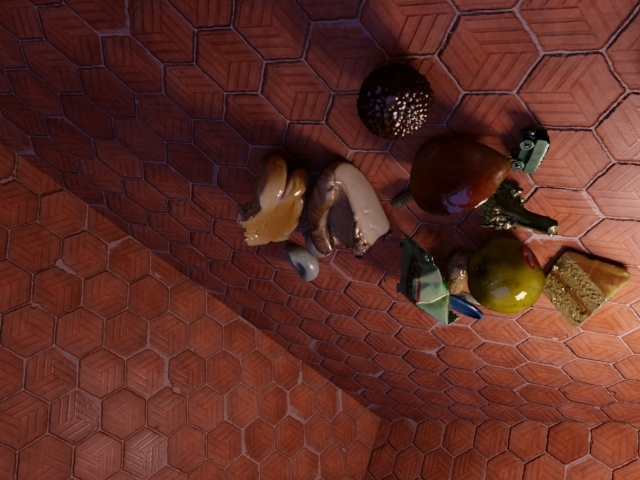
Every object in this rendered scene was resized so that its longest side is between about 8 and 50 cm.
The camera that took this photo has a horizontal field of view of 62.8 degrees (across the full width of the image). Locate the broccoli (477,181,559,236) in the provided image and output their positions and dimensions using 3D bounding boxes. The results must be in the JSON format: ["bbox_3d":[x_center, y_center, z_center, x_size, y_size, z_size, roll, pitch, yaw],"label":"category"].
[{"bbox_3d":[0.646,-0.097,1.762,0.199,0.177,0.275,14,-167,-23],"label":"broccoli"}]

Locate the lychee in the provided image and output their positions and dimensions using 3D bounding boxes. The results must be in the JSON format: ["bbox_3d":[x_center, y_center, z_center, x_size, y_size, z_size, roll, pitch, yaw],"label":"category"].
[{"bbox_3d":[0.222,-0.418,1.567,0.236,0.236,0.271,16,-176,11],"label":"lychee"}]

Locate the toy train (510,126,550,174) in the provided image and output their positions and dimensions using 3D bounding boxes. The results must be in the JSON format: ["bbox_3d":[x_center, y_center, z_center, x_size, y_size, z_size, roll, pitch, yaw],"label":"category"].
[{"bbox_3d":[0.661,-0.281,1.653,0.099,0.070,0.172,11,144,6],"label":"toy train"}]

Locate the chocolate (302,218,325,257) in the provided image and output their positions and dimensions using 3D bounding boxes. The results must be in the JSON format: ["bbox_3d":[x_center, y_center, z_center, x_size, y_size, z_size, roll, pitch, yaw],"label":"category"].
[{"bbox_3d":[-0.008,0.001,2.376,0.221,0.147,0.221,19,150,11],"label":"chocolate"}]

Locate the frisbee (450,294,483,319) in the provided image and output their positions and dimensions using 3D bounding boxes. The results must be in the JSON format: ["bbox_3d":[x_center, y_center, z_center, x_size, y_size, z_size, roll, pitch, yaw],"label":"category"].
[{"bbox_3d":[0.635,0.287,2.398,0.242,0.045,0.242,27,170,5],"label":"frisbee"}]

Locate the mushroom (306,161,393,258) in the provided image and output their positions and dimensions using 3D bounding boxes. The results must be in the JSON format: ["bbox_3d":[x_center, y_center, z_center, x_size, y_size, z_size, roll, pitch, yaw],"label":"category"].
[{"bbox_3d":[0.061,-0.140,2.109,0.314,0.224,0.397,3,132,43],"label":"mushroom"}]

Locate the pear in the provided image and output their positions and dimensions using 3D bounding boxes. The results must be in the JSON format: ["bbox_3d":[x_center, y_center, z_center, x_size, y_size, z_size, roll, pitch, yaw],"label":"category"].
[{"bbox_3d":[0.727,0.144,2.027,0.375,0.287,0.287,20,154,-36],"label":"pear"}]

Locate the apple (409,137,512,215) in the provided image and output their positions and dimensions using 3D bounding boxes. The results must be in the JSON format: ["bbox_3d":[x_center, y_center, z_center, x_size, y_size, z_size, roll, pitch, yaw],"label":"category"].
[{"bbox_3d":[0.439,-0.216,1.746,0.346,0.179,0.254,3,105,46],"label":"apple"}]

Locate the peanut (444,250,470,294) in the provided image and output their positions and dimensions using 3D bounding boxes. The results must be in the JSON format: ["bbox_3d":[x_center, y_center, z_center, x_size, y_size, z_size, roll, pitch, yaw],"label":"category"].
[{"bbox_3d":[0.584,0.143,2.246,0.101,0.117,0.263,36,157,24],"label":"peanut"}]

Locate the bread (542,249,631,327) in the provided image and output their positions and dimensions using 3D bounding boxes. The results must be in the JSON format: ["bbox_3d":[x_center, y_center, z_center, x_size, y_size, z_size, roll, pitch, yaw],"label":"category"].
[{"bbox_3d":[1.016,0.155,2.038,0.236,0.198,0.263,48,153,25],"label":"bread"}]

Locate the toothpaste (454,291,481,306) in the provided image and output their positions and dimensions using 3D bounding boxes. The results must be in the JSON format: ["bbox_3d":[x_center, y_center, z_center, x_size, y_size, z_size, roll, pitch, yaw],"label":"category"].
[{"bbox_3d":[0.633,0.247,2.429,0.239,0.039,0.062,20,157,9],"label":"toothpaste"}]

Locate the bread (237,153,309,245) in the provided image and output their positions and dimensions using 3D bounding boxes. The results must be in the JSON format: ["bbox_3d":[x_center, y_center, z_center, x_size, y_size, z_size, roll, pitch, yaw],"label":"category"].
[{"bbox_3d":[-0.190,-0.141,2.121,0.245,0.329,0.424,24,141,-1],"label":"bread"}]

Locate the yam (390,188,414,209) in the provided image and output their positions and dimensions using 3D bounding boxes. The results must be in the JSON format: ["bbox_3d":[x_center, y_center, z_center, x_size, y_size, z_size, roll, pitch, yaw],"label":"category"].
[{"bbox_3d":[0.330,-0.165,2.026,0.054,0.054,0.132,37,143,-20],"label":"yam"}]

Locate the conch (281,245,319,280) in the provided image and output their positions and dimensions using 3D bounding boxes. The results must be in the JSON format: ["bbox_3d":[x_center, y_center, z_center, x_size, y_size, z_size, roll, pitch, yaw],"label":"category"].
[{"bbox_3d":[-0.098,0.103,2.593,0.185,0.121,0.221,-6,130,41],"label":"conch"}]

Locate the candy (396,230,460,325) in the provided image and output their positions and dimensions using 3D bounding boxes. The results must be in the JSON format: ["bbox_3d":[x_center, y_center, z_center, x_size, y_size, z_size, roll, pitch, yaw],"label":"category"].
[{"bbox_3d":[0.444,0.161,2.227,0.263,0.172,0.398,35,148,53],"label":"candy"}]
